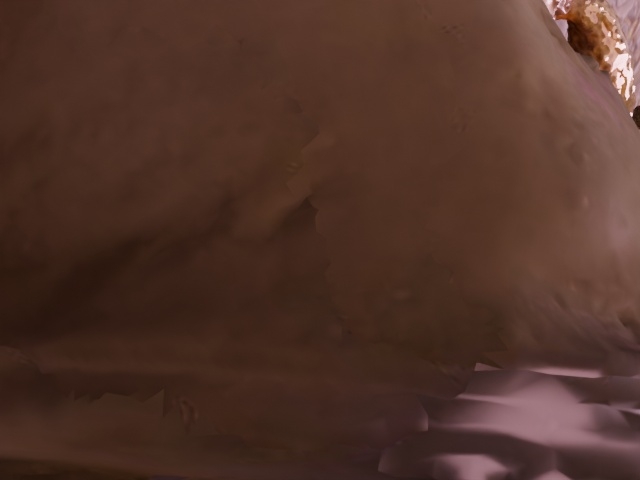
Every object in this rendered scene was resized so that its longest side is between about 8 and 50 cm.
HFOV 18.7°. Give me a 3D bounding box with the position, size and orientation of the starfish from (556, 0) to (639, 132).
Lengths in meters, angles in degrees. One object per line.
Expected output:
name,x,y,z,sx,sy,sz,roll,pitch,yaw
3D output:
starfish,0.125,-0.020,1.196,0.375,0.094,0.327,-28,154,-42

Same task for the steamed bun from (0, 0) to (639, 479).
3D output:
steamed bun,-0.012,0.079,0.587,0.339,0.247,0.352,29,101,-34

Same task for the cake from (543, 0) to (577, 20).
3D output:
cake,0.054,-0.161,1.025,0.147,0.135,0.134,-42,143,-32
